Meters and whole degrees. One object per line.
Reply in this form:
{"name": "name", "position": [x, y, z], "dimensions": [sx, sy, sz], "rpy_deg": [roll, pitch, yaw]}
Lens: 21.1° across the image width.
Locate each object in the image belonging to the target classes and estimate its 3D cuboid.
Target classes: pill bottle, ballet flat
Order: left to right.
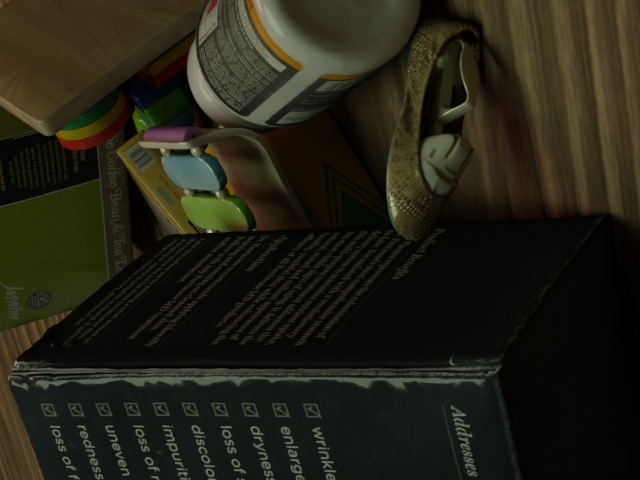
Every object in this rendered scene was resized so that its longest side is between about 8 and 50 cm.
{"name": "pill bottle", "position": [-0.027, -0.199, 1.633], "dimensions": [0.162, 0.162, 0.278], "rpy_deg": [63, 156, 1]}
{"name": "ballet flat", "position": [0.104, -0.102, 1.511], "dimensions": [0.067, 0.073, 0.206], "rpy_deg": [-7, 72, 45]}

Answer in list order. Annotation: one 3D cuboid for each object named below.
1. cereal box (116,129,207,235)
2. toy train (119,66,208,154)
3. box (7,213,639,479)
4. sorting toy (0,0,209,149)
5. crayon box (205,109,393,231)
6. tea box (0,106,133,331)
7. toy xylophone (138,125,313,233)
{"name": "cereal box", "position": [-0.152, -0.017, 2.047], "dimensions": [0.173, 0.047, 0.240], "rpy_deg": [48, 173, 19]}
{"name": "toy train", "position": [-0.230, -0.190, 2.106], "dimensions": [0.248, 0.105, 0.143], "rpy_deg": [39, 162, 48]}
{"name": "box", "position": [0.044, 0.253, 1.567], "dimensions": [0.472, 0.297, 0.480], "rpy_deg": [-1, 115, 30]}
{"name": "sorting toy", "position": [-0.262, -0.217, 1.963], "dimensions": [0.257, 0.255, 0.089], "rpy_deg": [32, 155, 46]}
{"name": "crayon box", "position": [0.000, 0.000, 1.855], "dimensions": [0.323, 0.083, 0.203], "rpy_deg": [58, 153, 10]}
{"name": "tea box", "position": [-0.433, -0.070, 2.272], "dimensions": [0.329, 0.323, 0.220], "rpy_deg": [93, 154, -43]}
{"name": "toy xylophone", "position": [-0.078, 0.009, 1.787], "dimensions": [0.322, 0.081, 0.236], "rpy_deg": [59, 156, -11]}
